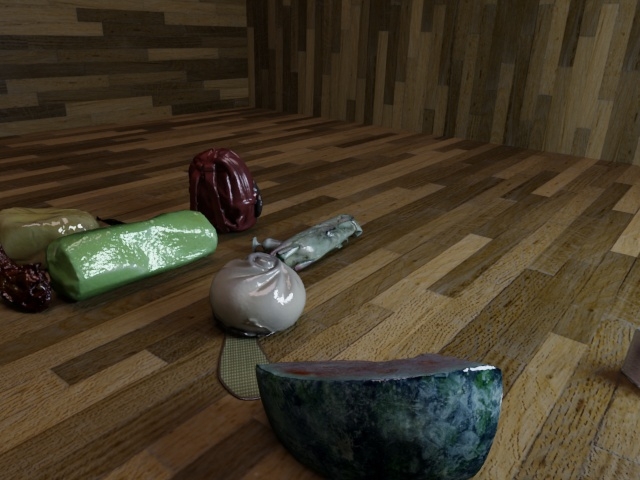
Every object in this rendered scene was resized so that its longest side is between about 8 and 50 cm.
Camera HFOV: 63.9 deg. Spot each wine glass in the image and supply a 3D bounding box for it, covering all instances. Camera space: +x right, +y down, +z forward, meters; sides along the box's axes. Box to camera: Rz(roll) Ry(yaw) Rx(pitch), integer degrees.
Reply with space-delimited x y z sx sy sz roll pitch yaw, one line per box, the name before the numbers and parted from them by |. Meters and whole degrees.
wine glass | -0.117 0.013 1.210 0.083 0.042 0.038 7 52 7

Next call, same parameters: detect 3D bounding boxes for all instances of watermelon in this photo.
watermelon | 0.069 0.218 0.658 0.319 0.148 0.226 -4 1 23

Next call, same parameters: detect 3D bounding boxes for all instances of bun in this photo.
bun | -0.111 0.083 0.923 0.173 0.119 0.173 7 20 -3

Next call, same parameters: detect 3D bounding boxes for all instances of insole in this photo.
insole | -0.128 0.179 0.847 0.086 0.005 0.253 -3 22 -12

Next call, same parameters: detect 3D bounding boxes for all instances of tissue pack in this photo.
tissue pack | 0.540 0.185 0.778 0.111 0.085 0.079 0 24 -6

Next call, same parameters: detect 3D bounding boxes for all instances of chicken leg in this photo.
chicken leg | -0.576 0.064 0.969 0.205 0.093 0.053 26 3 16

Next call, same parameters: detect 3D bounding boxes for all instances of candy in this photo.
candy | -0.386 0.023 1.071 0.344 0.131 0.142 -19 -12 -45

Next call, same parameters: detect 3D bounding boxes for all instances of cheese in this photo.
cheese | -0.622 -0.014 1.157 0.226 0.117 0.214 -6 19 -32

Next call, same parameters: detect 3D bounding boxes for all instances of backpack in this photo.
backpack | -0.256 -0.132 1.321 0.229 0.229 0.139 19 32 37

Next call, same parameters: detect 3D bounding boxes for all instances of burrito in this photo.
burrito | -0.003 -0.002 1.221 0.096 0.066 0.309 10 23 33

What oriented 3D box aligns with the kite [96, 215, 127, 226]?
kite | -0.435 -0.031 1.252 0.232 0.009 0.189 13 -12 -40
